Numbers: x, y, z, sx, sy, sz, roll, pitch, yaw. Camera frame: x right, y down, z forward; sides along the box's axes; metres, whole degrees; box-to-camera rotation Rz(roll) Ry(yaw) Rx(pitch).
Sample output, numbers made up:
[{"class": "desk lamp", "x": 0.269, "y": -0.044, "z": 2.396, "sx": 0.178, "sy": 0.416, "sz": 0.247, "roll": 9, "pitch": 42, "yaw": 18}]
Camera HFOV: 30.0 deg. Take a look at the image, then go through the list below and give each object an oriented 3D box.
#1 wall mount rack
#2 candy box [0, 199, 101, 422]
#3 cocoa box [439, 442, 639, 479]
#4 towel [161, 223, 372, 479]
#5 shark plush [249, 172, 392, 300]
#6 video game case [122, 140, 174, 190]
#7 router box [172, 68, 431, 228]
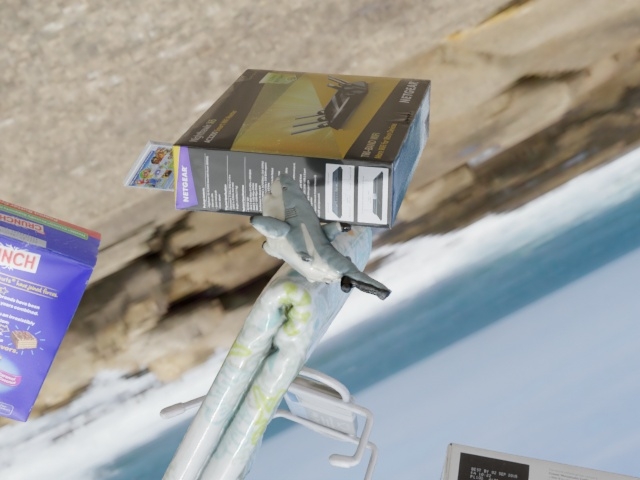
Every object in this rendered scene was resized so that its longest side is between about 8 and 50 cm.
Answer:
[{"class": "wall mount rack", "x": -0.065, "y": 0.285, "z": 1.830, "sx": 0.350, "sy": 0.304, "sz": 0.130, "roll": 79, "pitch": 30, "yaw": -65}, {"class": "candy box", "x": -0.523, "y": 0.096, "z": 1.848, "sx": 0.317, "sy": 0.268, "sz": 0.122, "roll": -61, "pitch": -161, "yaw": 24}, {"class": "cocoa box", "x": 0.359, "y": 0.521, "z": 2.017, "sx": 0.347, "sy": 0.231, "sz": 0.228, "roll": 10, "pitch": 141, "yaw": 4}, {"class": "towel", "x": -0.066, "y": 0.161, "z": 1.450, "sx": 0.374, "sy": 0.090, "sz": 0.320, "roll": -62, "pitch": 178, "yaw": 20}, {"class": "shark plush", "x": 0.000, "y": 0.000, "z": 1.130, "sx": 0.067, "sy": 0.161, "sz": 0.073, "roll": -47, "pitch": 146, "yaw": -12}, {"class": "video game case", "x": -0.216, "y": -0.106, "z": 1.732, "sx": 0.122, "sy": 0.011, "sz": 0.087, "roll": 4, "pitch": 137, "yaw": -41}, {"class": "router box", "x": -0.010, "y": -0.117, "z": 1.395, "sx": 0.242, "sy": 0.081, "sz": 0.309, "roll": 5, "pitch": -155, "yaw": 11}]
